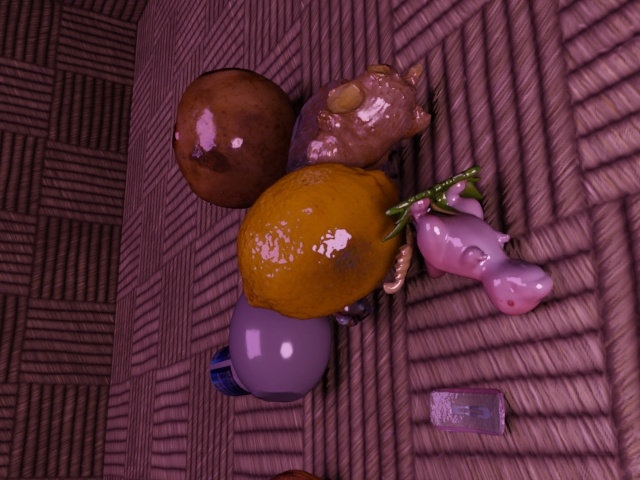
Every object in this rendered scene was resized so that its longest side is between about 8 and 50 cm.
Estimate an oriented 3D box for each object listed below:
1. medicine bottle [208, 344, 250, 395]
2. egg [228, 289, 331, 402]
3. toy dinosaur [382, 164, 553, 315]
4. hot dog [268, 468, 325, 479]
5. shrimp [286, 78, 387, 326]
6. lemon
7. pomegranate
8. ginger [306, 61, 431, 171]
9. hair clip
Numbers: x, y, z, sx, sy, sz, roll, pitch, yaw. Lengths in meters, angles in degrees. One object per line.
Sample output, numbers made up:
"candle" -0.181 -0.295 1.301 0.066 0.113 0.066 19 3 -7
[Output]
"medicine bottle" -0.143 0.251 1.346 0.191 0.107 0.107 -27 59 57
"egg" -0.069 0.155 1.159 0.176 0.176 0.232 -45 43 49
"toy dinosaur" 0.182 0.009 0.819 0.194 0.152 0.177 -27 88 50
"hot dog" -0.041 0.482 1.020 0.196 0.122 0.272 -39 23 21
"shrimp" 0.037 -0.075 1.120 0.221 0.110 0.445 -24 59 39
"lemon" 0.000 0.000 0.922 0.260 0.204 0.204 -38 35 -2
"pomegranate" -0.169 -0.207 1.370 0.281 0.281 0.281 -26 60 58
"ginger" 0.074 -0.172 0.978 0.216 0.157 0.102 -46 47 7
"hair clip" 0.182 0.209 0.832 0.137 0.022 0.054 -22 64 59
